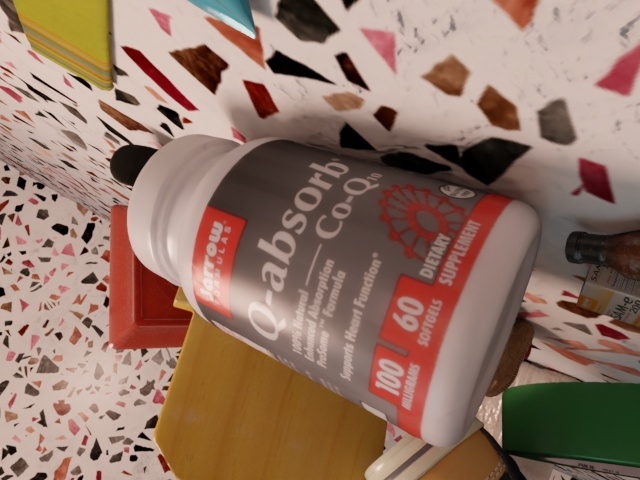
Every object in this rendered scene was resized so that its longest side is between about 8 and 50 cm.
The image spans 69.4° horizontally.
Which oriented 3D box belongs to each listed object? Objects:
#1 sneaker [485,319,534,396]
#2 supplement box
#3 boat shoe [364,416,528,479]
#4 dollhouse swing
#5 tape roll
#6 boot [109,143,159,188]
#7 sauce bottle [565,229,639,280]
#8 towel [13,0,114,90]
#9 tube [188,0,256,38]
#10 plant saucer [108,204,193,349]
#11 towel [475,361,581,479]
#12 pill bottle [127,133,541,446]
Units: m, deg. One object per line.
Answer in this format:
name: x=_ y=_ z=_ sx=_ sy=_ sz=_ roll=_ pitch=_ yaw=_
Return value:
sneaker: x=0.267 y=0.172 z=0.659 sx=0.042 sy=0.118 sz=0.067 roll=32 pitch=174 yaw=29
supplement box: x=0.277 y=0.049 z=0.389 sx=0.098 sy=0.036 sz=0.062 roll=20 pitch=162 yaw=30
boat shoe: x=0.176 y=0.338 z=0.582 sx=0.156 sy=0.187 sz=0.500 roll=48 pitch=172 yaw=32
dollhouse swing: x=-0.063 y=0.177 z=0.724 sx=0.347 sy=0.305 sz=0.315 roll=17 pitch=174 yaw=-12
tape roll: x=0.385 y=0.237 z=0.545 sx=0.321 sy=0.077 sz=0.321 roll=8 pitch=157 yaw=3
boot: x=-0.216 y=-0.078 z=0.793 sx=0.263 sy=0.091 sz=0.229 roll=25 pitch=174 yaw=-3
sauce bottle: x=0.242 y=0.011 z=0.323 sx=0.128 sy=0.042 sz=0.042 roll=12 pitch=157 yaw=50
towel: x=-0.266 y=-0.232 z=0.482 sx=0.102 sy=0.021 sz=0.237 roll=28 pitch=165 yaw=-19
tube: x=-0.083 y=-0.192 z=0.243 sx=0.080 sy=0.052 sz=0.207 roll=38 pitch=172 yaw=9
plant saucer: x=-0.236 y=0.059 z=0.831 sx=0.259 sy=0.258 sz=0.048 roll=8 pitch=153 yaw=-37
towel: x=0.327 y=0.346 z=0.836 sx=0.187 sy=0.282 sz=0.049 roll=19 pitch=-172 yaw=30
pill bottle: x=-0.003 y=0.018 z=0.454 sx=0.363 sy=0.210 sz=0.210 roll=20 pitch=163 yaw=28
